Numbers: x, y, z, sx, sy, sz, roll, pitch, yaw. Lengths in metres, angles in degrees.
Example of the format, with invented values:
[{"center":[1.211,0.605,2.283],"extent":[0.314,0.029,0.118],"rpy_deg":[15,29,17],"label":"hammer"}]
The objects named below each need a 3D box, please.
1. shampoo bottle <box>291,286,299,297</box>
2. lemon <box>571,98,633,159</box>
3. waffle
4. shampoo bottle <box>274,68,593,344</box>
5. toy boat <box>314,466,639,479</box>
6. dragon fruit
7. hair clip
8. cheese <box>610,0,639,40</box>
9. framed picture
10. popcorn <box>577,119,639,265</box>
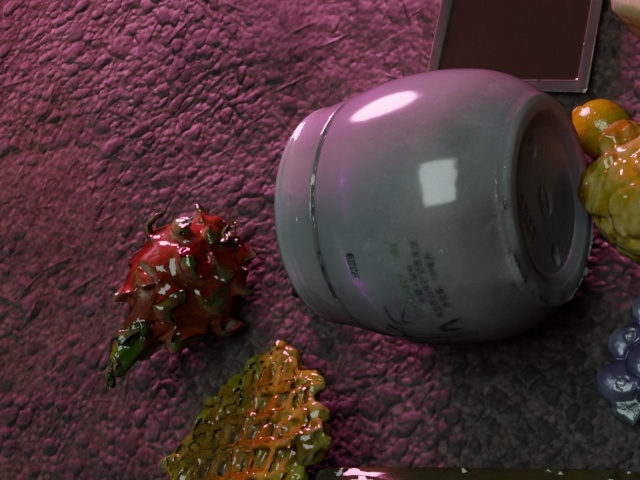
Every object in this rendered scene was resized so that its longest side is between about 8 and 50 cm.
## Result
[{"center":[0.000,0.000,1.701],"extent":[0.048,0.027,0.137],"rpy_deg":[10,77,29],"label":"shampoo bottle"},{"center":[0.292,-0.115,1.561],"extent":[0.062,0.062,0.083],"rpy_deg":[-50,52,4],"label":"lemon"},{"center":[-0.083,0.231,1.604],"extent":[0.254,0.052,0.245],"rpy_deg":[-51,28,10],"label":"waffle"},{"center":[0.114,-0.031,1.504],"extent":[0.266,0.273,0.273],"rpy_deg":[-6,69,34],"label":"shampoo bottle"},{"center":[0.165,0.298,1.442],"extent":[0.446,0.136,0.162],"rpy_deg":[-4,75,27],"label":"toy boat"},{"center":[-0.167,0.072,1.704],"extent":[0.135,0.137,0.235],"rpy_deg":[16,78,47],"label":"dragon fruit"},{"center":[0.352,0.100,1.466],"extent":[0.124,0.052,0.195],"rpy_deg":[30,80,28],"label":"hair clip"},{"center":[0.454,-0.284,1.473],"extent":[0.265,0.124,0.242],"rpy_deg":[25,83,46],"label":"cheese"},{"center":[0.228,-0.281,1.686],"extent":[0.197,0.014,0.252],"rpy_deg":[4,74,30],"label":"framed picture"},{"center":[0.340,-0.051,1.456],"extent":[0.180,0.170,0.180],"rpy_deg":[2,79,-13],"label":"popcorn"}]
